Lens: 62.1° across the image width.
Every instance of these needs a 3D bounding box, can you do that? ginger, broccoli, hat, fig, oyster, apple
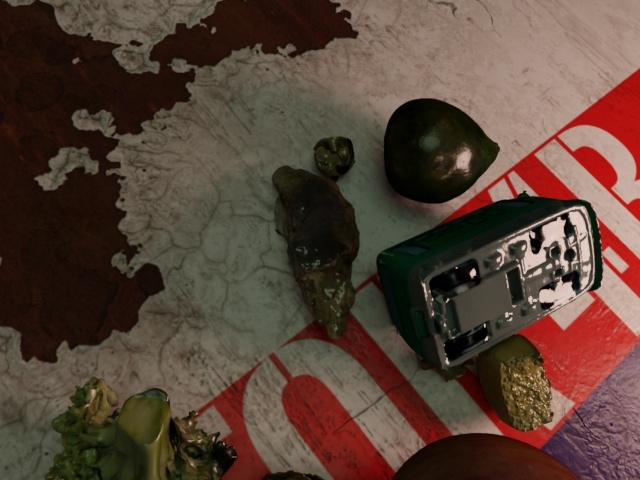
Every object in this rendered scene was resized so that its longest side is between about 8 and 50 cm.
[{"bbox_3d":[0.218,0.221,0.907,0.097,0.030,0.048,-1,40,-11],"label":"ginger"},{"bbox_3d":[-0.229,0.278,0.702,0.247,0.243,0.263,-7,48,-27],"label":"broccoli"},{"bbox_3d":[0.028,-0.156,1.020,0.076,0.059,0.077,-7,63,6],"label":"hat"},{"bbox_3d":[0.233,-0.167,0.983,0.245,0.195,0.195,-7,69,-8],"label":"fig"},{"bbox_3d":[-0.002,-0.003,0.921,0.166,0.110,0.341,7,54,-12],"label":"oyster"},{"bbox_3d":[0.201,0.404,0.663,0.270,0.344,0.344,14,66,2],"label":"apple"}]

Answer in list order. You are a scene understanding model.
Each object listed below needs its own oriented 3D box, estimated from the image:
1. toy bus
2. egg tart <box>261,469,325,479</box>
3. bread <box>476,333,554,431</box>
[{"bbox_3d":[0.268,0.051,0.887,0.344,0.199,0.183,-22,109,-17],"label":"toy bus"},{"bbox_3d":[-0.033,0.460,0.713,0.279,0.095,0.278,-9,63,19],"label":"egg tart"},{"bbox_3d":[0.312,0.222,0.868,0.086,0.125,0.156,-21,107,-10],"label":"bread"}]
